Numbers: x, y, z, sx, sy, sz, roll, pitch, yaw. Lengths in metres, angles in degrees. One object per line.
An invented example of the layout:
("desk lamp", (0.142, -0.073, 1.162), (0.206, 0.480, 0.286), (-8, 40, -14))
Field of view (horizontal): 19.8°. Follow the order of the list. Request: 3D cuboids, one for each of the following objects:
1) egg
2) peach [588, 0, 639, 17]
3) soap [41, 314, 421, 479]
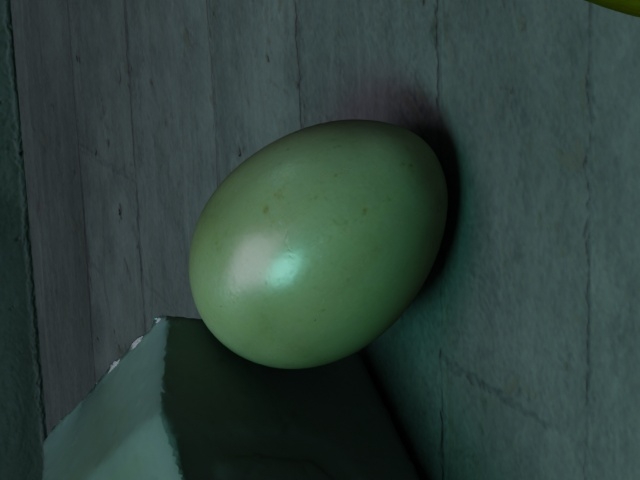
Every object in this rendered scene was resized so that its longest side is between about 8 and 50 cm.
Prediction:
("egg", (0.000, 0.000, 1.553), (0.254, 0.189, 0.188), (-43, 54, 23))
("peach", (0.191, -0.251, 0.911), (0.316, 0.314, 0.281), (17, 87, 44))
("soap", (-0.052, 0.296, 1.577), (0.213, 0.350, 0.435), (-48, 49, 30))
